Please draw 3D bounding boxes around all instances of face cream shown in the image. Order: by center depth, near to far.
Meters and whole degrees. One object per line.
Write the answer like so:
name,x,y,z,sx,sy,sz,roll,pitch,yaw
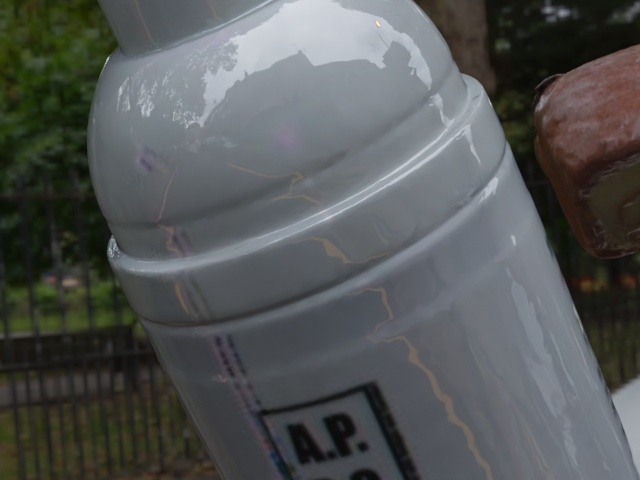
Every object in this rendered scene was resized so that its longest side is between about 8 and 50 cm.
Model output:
face cream,0.000,0.000,0.484,0.145,0.369,0.145,-23,20,9

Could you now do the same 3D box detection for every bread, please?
bread,0.286,-0.079,1.083,0.244,0.123,0.190,-20,-36,16
